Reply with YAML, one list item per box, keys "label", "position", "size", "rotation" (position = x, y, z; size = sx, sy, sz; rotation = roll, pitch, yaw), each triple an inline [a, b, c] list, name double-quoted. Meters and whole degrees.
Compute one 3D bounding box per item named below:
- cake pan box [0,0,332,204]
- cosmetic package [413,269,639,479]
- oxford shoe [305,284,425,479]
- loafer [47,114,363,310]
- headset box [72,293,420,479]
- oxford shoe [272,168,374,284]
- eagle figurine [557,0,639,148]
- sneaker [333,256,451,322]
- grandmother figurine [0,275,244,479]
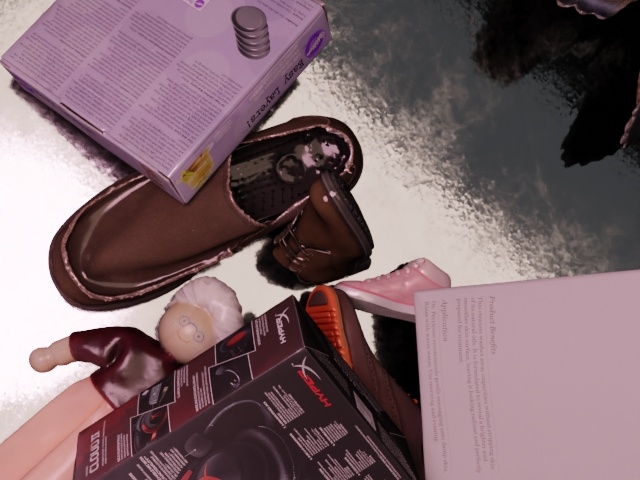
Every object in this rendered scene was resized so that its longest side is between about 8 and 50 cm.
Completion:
- label: "cake pan box"
  position: [-0.165, -0.204, 1.327]
  size: [0.267, 0.070, 0.245]
  rotation: [34, 75, 22]
- label: "cosmetic package"
  position: [0.297, 0.137, 1.272]
  size: [0.385, 0.156, 0.217]
  rotation: [-5, 85, 31]
- label: "oxford shoe"
  position: [0.052, 0.173, 1.378]
  size: [0.098, 0.097, 0.271]
  rotation: [-16, 94, -27]
- label: "loafer"
  position: [-0.119, -0.046, 1.339]
  size: [0.366, 0.130, 0.133]
  rotation: [-29, 88, -11]
- label: "headset box"
  position: [-0.082, 0.227, 1.240]
  size: [0.293, 0.110, 0.218]
  rotation: [-34, 115, 8]
- label: "oxford shoe"
  position: [0.000, 0.000, 1.308]
  size: [0.096, 0.227, 0.082]
  rotation: [-23, 69, -8]
- label: "eagle figurine"
  position: [0.402, -0.277, 1.416]
  size: [0.298, 0.225, 0.226]
  rotation: [-31, 66, 5]
- label: "sneaker"
  position: [0.083, 0.048, 1.407]
  size: [0.134, 0.051, 0.070]
  rotation: [14, 76, -7]
- label: "grandmother figurine"
  position: [-0.209, 0.175, 1.323]
  size: [0.342, 0.104, 0.208]
  rotation: [-46, 102, -8]
